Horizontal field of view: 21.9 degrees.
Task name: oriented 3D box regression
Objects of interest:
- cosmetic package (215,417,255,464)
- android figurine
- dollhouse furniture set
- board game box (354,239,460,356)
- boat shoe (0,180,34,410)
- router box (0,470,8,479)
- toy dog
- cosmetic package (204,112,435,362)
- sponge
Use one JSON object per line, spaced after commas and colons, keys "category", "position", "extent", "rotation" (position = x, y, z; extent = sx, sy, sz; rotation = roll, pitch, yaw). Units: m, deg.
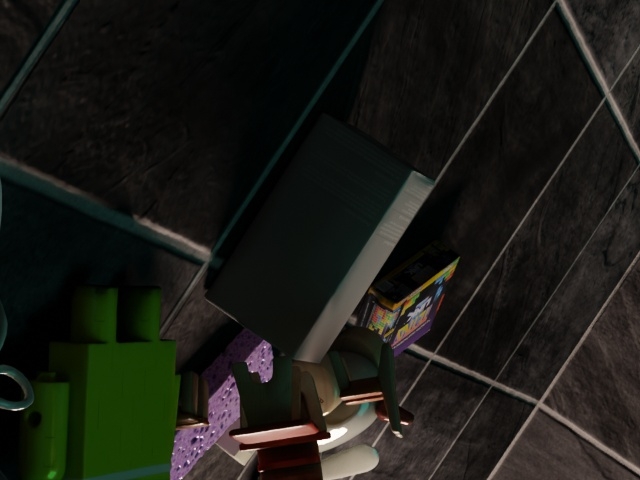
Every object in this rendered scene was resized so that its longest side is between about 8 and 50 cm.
{"category": "cosmetic package", "position": [-0.080, 0.212, 2.016], "extent": [0.115, 0.041, 0.060], "rotation": [-52, 161, -10]}
{"category": "android figurine", "position": [-0.194, 0.176, 1.510], "extent": [0.248, 0.056, 0.273], "rotation": [1, 92, -68]}
{"category": "dollhouse furniture set", "position": [-0.043, 0.201, 1.734], "extent": [0.259, 0.262, 0.135], "rotation": [66, 16, -80]}
{"category": "board game box", "position": [0.111, 0.093, 2.265], "extent": [0.170, 0.048, 0.141], "rotation": [-33, 149, -47]}
{"category": "boat shoe", "position": [-0.281, 0.108, 1.125], "extent": [0.136, 0.156, 0.367], "rotation": [20, 92, -48]}
{"category": "router box", "position": [-0.328, 0.300, 1.325], "extent": [0.243, 0.081, 0.309], "rotation": [-47, 130, -24]}
{"category": "toy dog", "position": [0.021, 0.268, 2.161], "extent": [0.220, 0.161, 0.334], "rotation": [-41, 156, -35]}
{"category": "cosmetic package", "position": [0.000, 0.000, 1.745], "extent": [0.238, 0.127, 0.107], "rotation": [-57, 161, 7]}
{"category": "sponge", "position": [-0.130, 0.196, 1.887], "extent": [0.210, 0.031, 0.117], "rotation": [-47, 159, -24]}
